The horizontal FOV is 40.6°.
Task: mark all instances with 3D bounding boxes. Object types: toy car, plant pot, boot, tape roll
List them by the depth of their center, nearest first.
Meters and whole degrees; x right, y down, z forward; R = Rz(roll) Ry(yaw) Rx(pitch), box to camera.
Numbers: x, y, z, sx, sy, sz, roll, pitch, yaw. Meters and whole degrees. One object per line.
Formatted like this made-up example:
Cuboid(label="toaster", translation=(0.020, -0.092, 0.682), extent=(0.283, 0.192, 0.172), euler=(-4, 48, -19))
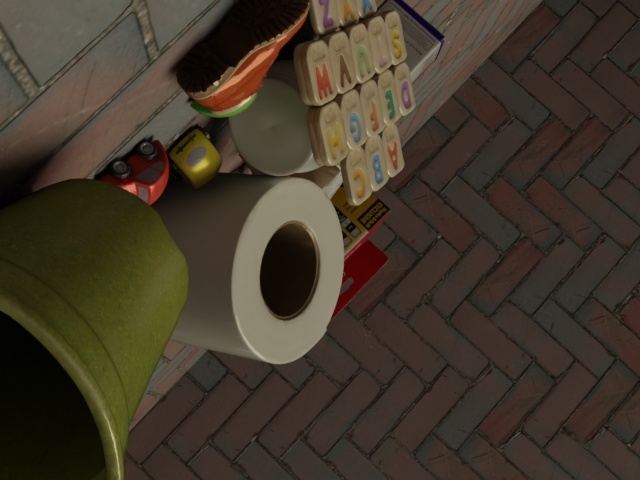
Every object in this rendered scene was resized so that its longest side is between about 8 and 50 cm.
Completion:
Cuboid(label="plant pot", translation=(-0.237, 0.077, 0.722), extent=(0.276, 0.276, 0.254), euler=(-50, -175, 31))
Cuboid(label="boot", translation=(-0.070, -0.194, 0.890), extent=(0.158, 0.059, 0.084), euler=(-40, 157, 1))
Cuboid(label="toy car", translation=(-0.134, -0.127, 0.985), extent=(0.225, 0.053, 0.239), euler=(-49, 175, 22))
Cuboid(label="tape roll", translation=(-0.103, 0.032, 1.158), extent=(0.246, 0.169, 0.246), euler=(-15, 108, -54))

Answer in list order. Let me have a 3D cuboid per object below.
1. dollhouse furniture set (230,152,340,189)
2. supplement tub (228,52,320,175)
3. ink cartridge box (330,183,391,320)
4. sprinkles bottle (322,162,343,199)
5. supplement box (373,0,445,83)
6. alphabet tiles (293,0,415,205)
Cuboid(label="dollhouse furniture set", translation=(-0.082, -0.070, 1.392), extent=(0.262, 0.135, 0.259), euler=(-44, 174, -35))
Cuboid(label="supplement tub", translation=(-0.015, -0.172, 1.118), extent=(0.144, 0.144, 0.199), euler=(-51, 174, 34))
Cuboid(label="ink cartridge box", translation=(0.000, 0.000, 1.856), extent=(0.309, 0.272, 0.130), euler=(-44, 174, -39))
Cuboid(label="sprinkles bottle", translation=(-0.018, -0.123, 1.604), extent=(0.121, 0.121, 0.355), euler=(-42, 173, -45))
Cuboid(label="supplement box", translation=(0.081, -0.266, 1.392), extent=(0.220, 0.114, 0.111), euler=(-48, 176, -6))
Cuboid(label="alphabet tiles", translation=(0.051, -0.196, 1.067), extent=(0.021, 0.278, 0.284), euler=(-1, -159, 28))
